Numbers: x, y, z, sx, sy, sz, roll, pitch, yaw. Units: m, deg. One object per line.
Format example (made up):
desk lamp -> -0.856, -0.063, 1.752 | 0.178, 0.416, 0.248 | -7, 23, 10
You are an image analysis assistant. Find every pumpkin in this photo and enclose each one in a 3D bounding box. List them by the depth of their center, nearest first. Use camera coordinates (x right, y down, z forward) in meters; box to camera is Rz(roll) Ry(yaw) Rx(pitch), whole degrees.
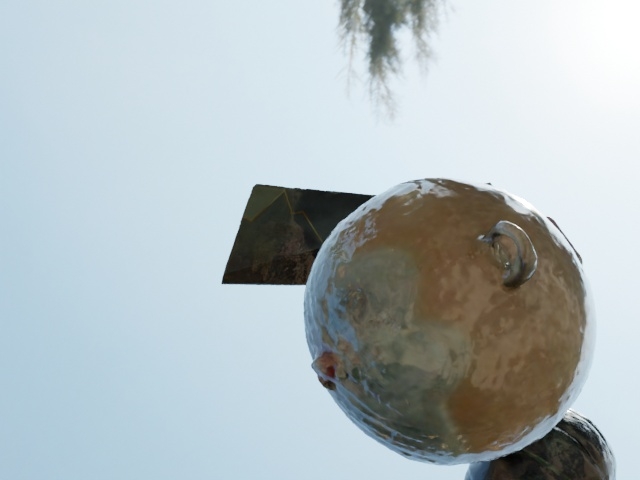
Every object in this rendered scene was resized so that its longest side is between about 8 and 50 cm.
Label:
pumpkin -> 0.316, 0.355, 1.001 | 0.248, 0.248, 0.248 | 7, -111, -20

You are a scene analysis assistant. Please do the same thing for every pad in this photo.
pad -> 0.000, 0.000, 1.005 | 0.243, 0.164, 0.004 | 3, -143, -27

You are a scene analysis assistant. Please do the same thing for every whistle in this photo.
whistle -> 0.062, 0.081, 0.529 | 0.189, 0.348, 0.189 | 4, -117, -8
